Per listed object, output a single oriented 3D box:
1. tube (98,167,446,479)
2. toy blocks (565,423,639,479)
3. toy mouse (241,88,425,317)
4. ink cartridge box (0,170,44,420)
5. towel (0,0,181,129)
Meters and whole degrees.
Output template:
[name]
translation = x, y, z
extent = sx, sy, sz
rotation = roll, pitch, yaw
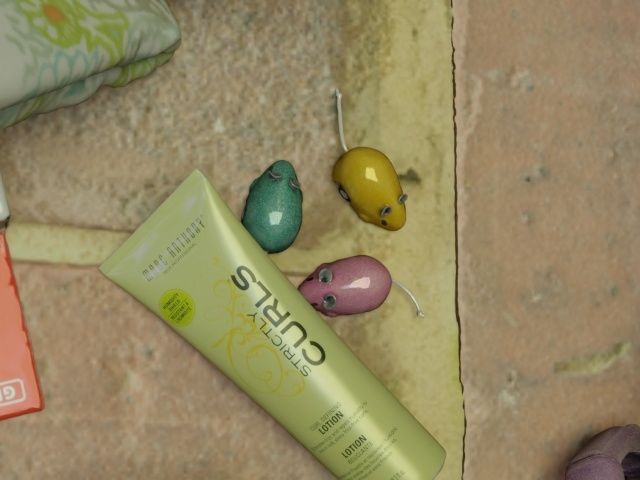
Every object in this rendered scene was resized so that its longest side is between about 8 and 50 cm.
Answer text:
[tube]
translation = -0.025, 0.072, 0.792
extent = 0.240, 0.062, 0.070
rotation = 46, 62, -3
[toy blocks]
translation = 0.364, 0.118, 0.831
extent = 0.288, 0.309, 0.260
rotation = 36, 42, -19
[toy mouse]
translation = 0.000, 0.000, 0.821
extent = 0.143, 0.031, 0.161
rotation = -33, 91, -16
[ink cartridge box]
translation = -0.316, 0.012, 0.726
extent = 0.275, 0.060, 0.239
rotation = -12, 85, -16
[towel]
translation = -0.260, -0.188, 0.648
extent = 0.320, 0.090, 0.374
rotation = 56, 29, -3
